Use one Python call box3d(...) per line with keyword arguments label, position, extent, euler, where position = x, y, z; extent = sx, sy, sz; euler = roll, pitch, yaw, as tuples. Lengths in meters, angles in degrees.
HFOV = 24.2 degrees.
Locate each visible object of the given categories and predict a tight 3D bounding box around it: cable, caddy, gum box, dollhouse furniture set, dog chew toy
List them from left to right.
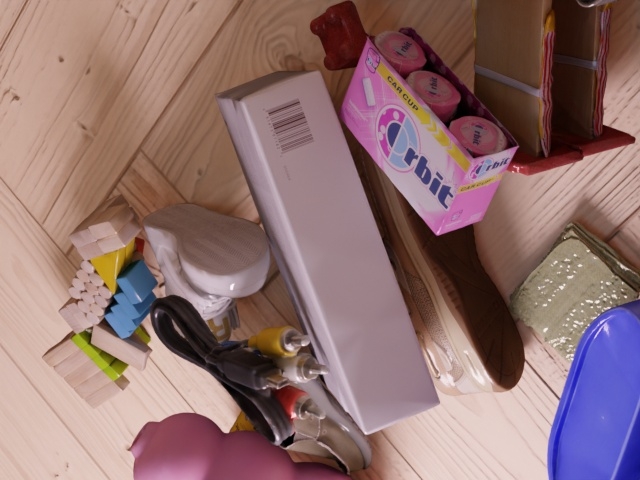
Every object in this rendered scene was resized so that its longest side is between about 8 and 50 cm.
box3d(label="cable", position=(-0.093, 0.142, 1.732), extent=(0.287, 0.072, 0.139), euler=(19, 124, 52))
box3d(label="dog chew toy", position=(-0.091, 0.334, 1.877), extent=(0.332, 0.206, 0.206), euler=(36, 131, -8))
box3d(label="gum box", position=(0.099, -0.112, 1.466), extent=(0.188, 0.062, 0.107), euler=(52, 142, 27))
box3d(label="dollhouse furniture set", position=(0.143, -0.226, 1.547), extent=(0.374, 0.152, 0.201), euler=(29, 128, 46))
box3d(label="caddy", position=(0.379, 0.197, 1.516), extent=(0.241, 0.179, 0.341), euler=(47, 136, 43))

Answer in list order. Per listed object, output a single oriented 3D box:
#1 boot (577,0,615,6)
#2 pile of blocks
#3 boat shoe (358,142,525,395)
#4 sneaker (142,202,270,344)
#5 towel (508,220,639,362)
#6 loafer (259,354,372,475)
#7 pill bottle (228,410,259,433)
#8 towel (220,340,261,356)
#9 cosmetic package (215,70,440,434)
box3d(label="boot", position=(0.301, -0.235, 1.349), extent=(0.076, 0.208, 0.190), euler=(18, 120, 32))
box3d(label="pile of blocks", position=(-0.265, 0.076, 2.007), extent=(0.149, 0.112, 0.362), euler=(30, 136, 9))
box3d(label="boat shoe", position=(0.112, 0.024, 1.675), extent=(0.110, 0.121, 0.341), euler=(-16, 101, 40))
box3d(label="sneaker", position=(-0.123, 0.062, 1.849), extent=(0.292, 0.108, 0.169), euler=(29, 136, 63))
box3d(label="towel", position=(0.278, 0.058, 1.625), extent=(0.110, 0.027, 0.148), euler=(43, 129, 13))
box3d(label="loafer", position=(-0.021, 0.216, 1.825), extent=(0.251, 0.087, 0.094), euler=(52, 176, -40))
box3d(label="pill bottle", position=(-0.085, 0.255, 1.973), extent=(0.065, 0.065, 0.116), euler=(42, 131, 15))
box3d(label="towel", position=(-0.068, 0.150, 1.879), extent=(0.067, 0.119, 0.029), euler=(0, 77, 41))
box3d(label="cosmetic package", position=(0.000, 0.000, 1.664), extent=(0.284, 0.097, 0.377), euler=(-153, 42, -77))
